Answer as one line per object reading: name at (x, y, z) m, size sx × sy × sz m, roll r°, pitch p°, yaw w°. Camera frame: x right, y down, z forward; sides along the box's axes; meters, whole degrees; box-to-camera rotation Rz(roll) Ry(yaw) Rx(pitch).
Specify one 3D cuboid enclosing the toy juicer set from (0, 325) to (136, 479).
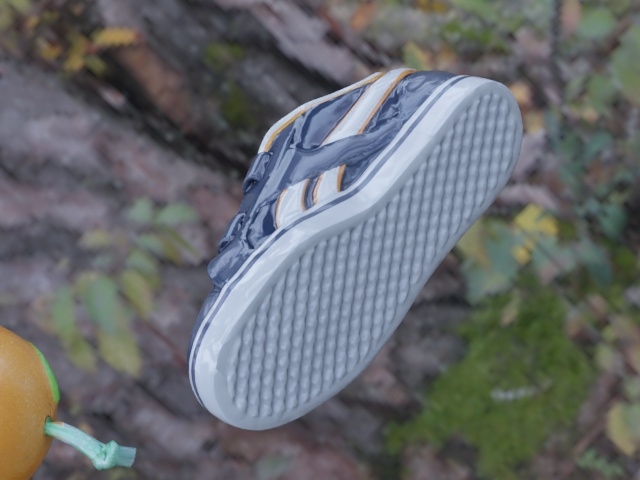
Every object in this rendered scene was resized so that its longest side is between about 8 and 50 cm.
toy juicer set at (-0.183, 0.136, 0.553) m, size 0.329 × 0.209 × 0.089 m, roll -29°, pitch 4°, yaw -25°

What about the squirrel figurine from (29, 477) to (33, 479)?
squirrel figurine at (-0.494, 0.198, 1.914) m, size 0.370 × 0.397 × 0.281 m, roll -25°, pitch 57°, yaw 35°

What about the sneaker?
sneaker at (0.000, 0.000, 1.335) m, size 0.127 × 0.126 × 0.321 m, roll 15°, pitch 47°, yaw 40°
